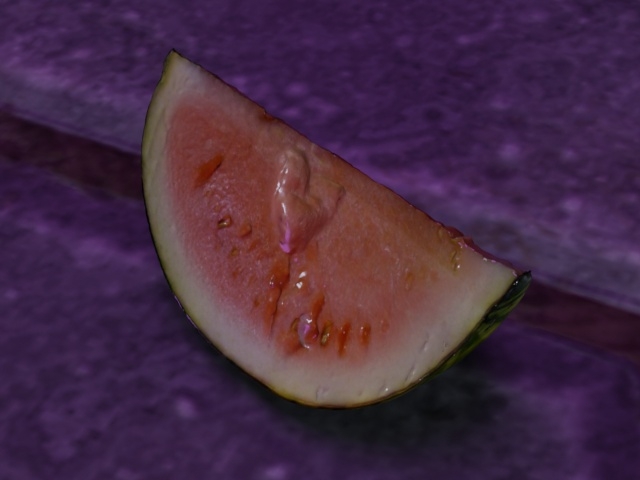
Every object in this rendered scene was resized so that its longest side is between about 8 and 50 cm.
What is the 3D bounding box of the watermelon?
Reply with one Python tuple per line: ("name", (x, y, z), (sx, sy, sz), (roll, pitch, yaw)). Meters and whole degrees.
("watermelon", (0.006, 0.004, 0.543), (0.163, 0.087, 0.069), (36, 26, 32))
